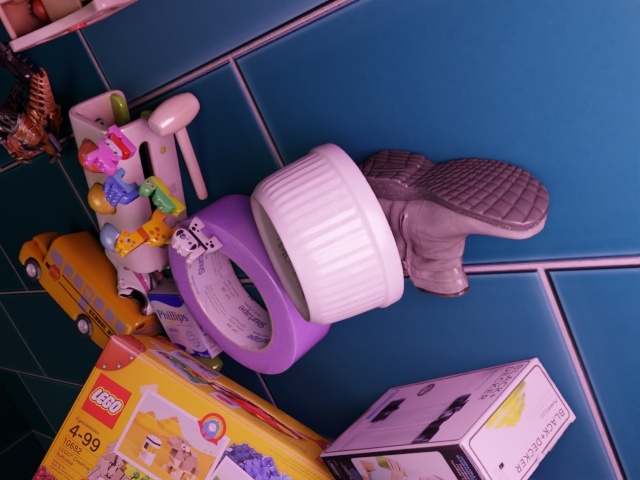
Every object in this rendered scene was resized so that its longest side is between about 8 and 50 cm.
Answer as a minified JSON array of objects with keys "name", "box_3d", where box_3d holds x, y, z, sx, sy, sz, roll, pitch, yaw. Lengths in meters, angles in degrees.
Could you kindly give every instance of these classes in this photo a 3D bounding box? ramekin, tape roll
[{"name":"ramekin","box_3d":[0.000,0.000,0.821,0.207,0.109,0.207,60,167,24]},{"name":"tape roll","box_3d":[-0.111,0.069,1.083,0.275,0.090,0.274,29,137,31]}]

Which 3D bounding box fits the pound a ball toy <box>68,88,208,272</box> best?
[{"name":"pound a ball toy","box_3d":[-0.286,-0.091,1.104,0.208,0.136,0.319,27,137,31]}]

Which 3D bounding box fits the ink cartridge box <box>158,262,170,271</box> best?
[{"name":"ink cartridge box","box_3d":[-0.298,0.025,1.300,0.048,0.028,0.083,48,144,8]}]

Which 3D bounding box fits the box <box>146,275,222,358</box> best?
[{"name":"box","box_3d":[-0.236,0.139,1.289,0.126,0.072,0.137,-4,116,48]}]

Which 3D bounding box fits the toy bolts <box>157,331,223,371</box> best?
[{"name":"toy bolts","box_3d":[-0.308,0.326,1.445,0.218,0.158,0.228,25,135,33]}]

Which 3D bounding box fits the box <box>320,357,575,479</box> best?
[{"name":"box","box_3d":[0.149,0.247,0.881,0.087,0.169,0.290,58,145,-2]}]

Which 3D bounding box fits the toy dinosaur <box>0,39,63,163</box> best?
[{"name":"toy dinosaur","box_3d":[-0.546,-0.248,1.292,0.322,0.164,0.218,-32,109,36]}]

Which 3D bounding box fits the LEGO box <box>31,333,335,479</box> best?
[{"name":"LEGO box","box_3d":[-0.194,0.438,1.150,0.500,0.372,0.193,28,178,16]}]

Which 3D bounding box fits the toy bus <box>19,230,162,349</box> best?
[{"name":"toy bus","box_3d":[-0.477,0.094,1.457,0.333,0.108,0.130,42,118,18]}]

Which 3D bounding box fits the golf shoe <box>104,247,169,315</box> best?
[{"name":"golf shoe","box_3d":[-0.368,0.068,1.365,0.186,0.086,0.067,40,143,20]}]

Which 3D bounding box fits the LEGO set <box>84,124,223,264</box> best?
[{"name":"LEGO set","box_3d":[-0.258,-0.036,0.982,0.227,0.093,0.087,48,138,-1]}]

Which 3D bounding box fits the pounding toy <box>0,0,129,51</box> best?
[{"name":"pounding toy","box_3d":[-0.378,-0.362,0.967,0.270,0.154,0.154,-1,118,47]}]

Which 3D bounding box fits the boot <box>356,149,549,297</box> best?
[{"name":"boot","box_3d":[0.146,-0.005,0.763,0.247,0.083,0.161,20,137,47]}]
